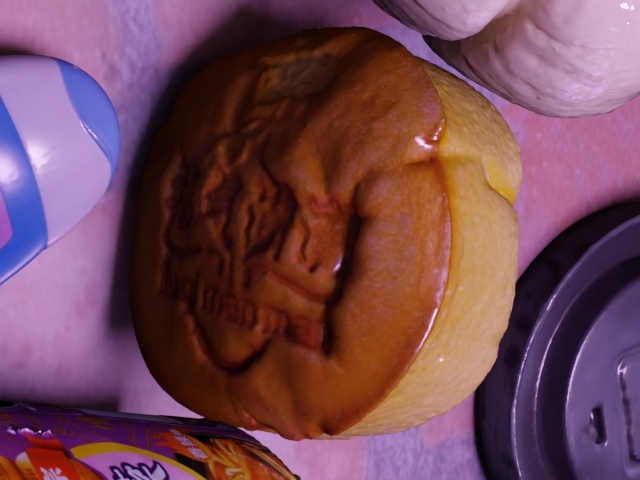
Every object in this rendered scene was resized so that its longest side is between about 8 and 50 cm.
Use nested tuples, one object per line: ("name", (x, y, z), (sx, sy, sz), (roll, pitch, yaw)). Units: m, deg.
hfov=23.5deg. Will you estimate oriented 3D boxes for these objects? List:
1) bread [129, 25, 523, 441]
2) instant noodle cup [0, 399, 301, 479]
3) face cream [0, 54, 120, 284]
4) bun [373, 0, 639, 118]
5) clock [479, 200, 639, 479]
("bread", (0.000, 0.000, 0.955), (0.148, 0.270, 0.270), (14, 98, -47))
("instant noodle cup", (-0.158, 0.232, 0.901), (0.266, 0.340, 0.340), (1, 106, -46))
("face cream", (-0.233, -0.022, 0.886), (0.264, 0.083, 0.149), (-29, 123, -26))
("bun", (0.097, -0.246, 0.903), (0.219, 0.365, 0.365), (-5, 113, -4))
("clock", (0.279, 0.125, 1.301), (0.325, 0.067, 0.325), (-6, 102, -28))
